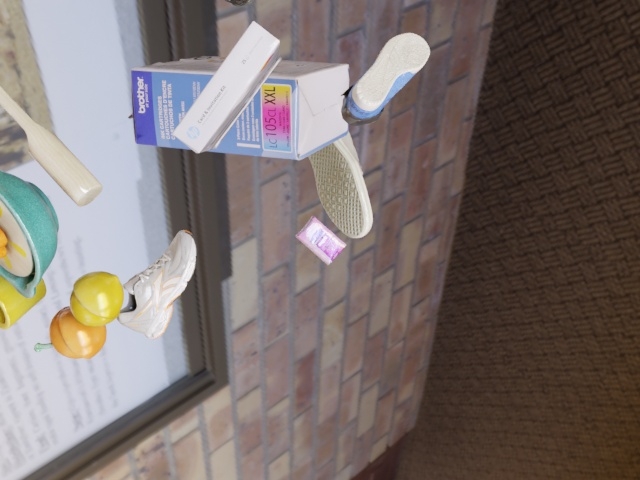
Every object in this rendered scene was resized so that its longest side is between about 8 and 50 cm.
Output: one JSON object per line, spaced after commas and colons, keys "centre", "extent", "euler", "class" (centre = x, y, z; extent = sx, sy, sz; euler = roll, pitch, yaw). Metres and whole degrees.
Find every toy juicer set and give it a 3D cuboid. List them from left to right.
{"centre": [-0.291, 0.004, 0.762], "extent": [0.209, 0.089, 0.329], "euler": [32, 136, 22], "class": "toy juicer set"}

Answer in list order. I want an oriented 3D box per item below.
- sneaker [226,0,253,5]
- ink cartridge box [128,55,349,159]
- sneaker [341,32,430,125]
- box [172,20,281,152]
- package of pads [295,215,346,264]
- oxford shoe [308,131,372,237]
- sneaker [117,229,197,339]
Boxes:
{"centre": [-0.210, -0.646, 1.742], "extent": [0.087, 0.130, 0.228], "euler": [-4, 108, 15], "class": "sneaker"}
{"centre": [-0.172, -0.263, 1.460], "extent": [0.395, 0.270, 0.151], "euler": [10, 110, 20], "class": "ink cartridge box"}
{"centre": [0.081, -0.211, 1.026], "extent": [0.058, 0.152, 0.084], "euler": [41, 152, -4], "class": "sneaker"}
{"centre": [-0.101, -0.169, 0.879], "extent": [0.038, 0.145, 0.186], "euler": [36, -174, -8], "class": "box"}
{"centre": [0.000, 0.000, 1.391], "extent": [0.083, 0.050, 0.032], "euler": [42, 175, -10], "class": "package of pads"}
{"centre": [0.052, -0.215, 2.142], "extent": [0.169, 0.130, 0.449], "euler": [-42, 63, 40], "class": "oxford shoe"}
{"centre": [-0.370, 0.090, 1.725], "extent": [0.262, 0.121, 0.099], "euler": [-66, 28, 2], "class": "sneaker"}
